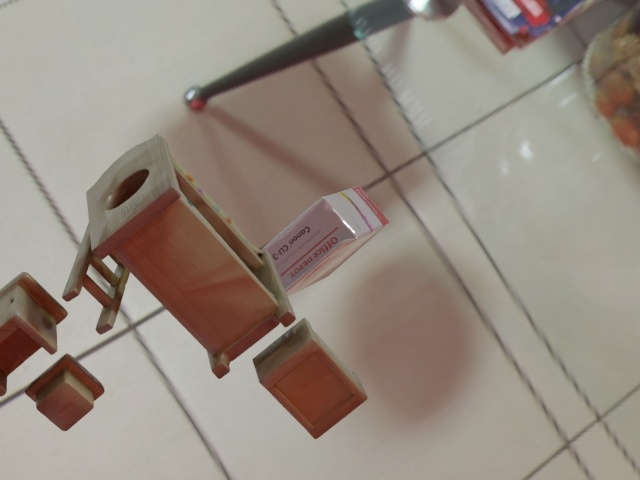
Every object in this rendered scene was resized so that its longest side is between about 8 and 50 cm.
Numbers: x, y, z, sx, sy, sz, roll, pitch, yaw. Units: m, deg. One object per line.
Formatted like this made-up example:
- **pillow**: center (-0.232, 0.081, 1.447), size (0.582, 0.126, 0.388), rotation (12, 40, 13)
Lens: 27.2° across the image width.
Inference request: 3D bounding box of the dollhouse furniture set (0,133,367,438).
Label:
- **dollhouse furniture set**: center (-0.097, 0.061, 0.795), size (0.161, 0.101, 0.182), rotation (-38, 115, 6)

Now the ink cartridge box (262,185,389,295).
- **ink cartridge box**: center (0.000, 0.000, 1.598), size (0.067, 0.115, 0.198), rotation (50, 17, 5)
